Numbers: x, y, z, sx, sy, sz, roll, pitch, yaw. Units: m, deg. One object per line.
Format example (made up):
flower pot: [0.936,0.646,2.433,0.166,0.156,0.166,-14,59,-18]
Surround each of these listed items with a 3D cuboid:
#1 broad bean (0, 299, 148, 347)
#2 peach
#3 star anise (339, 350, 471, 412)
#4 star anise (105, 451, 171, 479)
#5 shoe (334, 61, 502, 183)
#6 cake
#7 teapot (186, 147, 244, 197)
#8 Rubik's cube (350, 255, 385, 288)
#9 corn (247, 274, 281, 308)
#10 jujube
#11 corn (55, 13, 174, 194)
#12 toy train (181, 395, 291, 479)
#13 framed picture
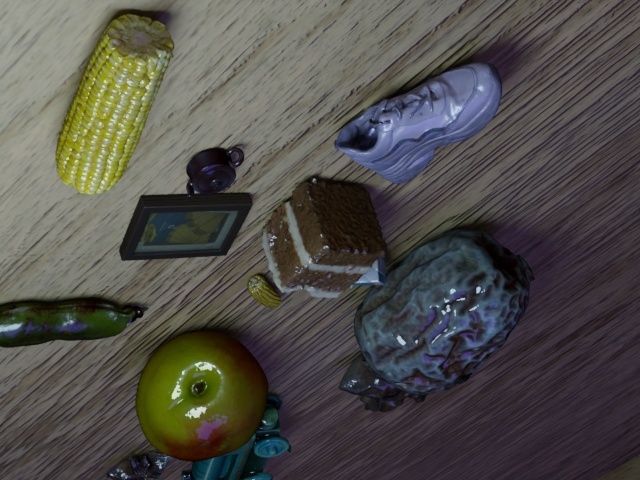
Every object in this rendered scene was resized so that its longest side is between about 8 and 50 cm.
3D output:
broad bean: [-0.409,0.123,1.744,0.339,0.061,0.077,-2,155,-30]
peach: [-0.199,0.262,1.945,0.231,0.231,0.231,-16,148,-10]
star anise: [0.189,0.236,2.253,0.315,0.108,0.315,-10,149,-6]
star anise: [-0.339,0.441,2.278,0.129,0.056,0.124,-29,148,10]
shoe: [0.133,-0.172,1.611,0.137,0.095,0.245,9,143,-45]
cake: [0.000,0.000,1.760,0.135,0.134,0.147,6,148,-38]
teapot: [-0.145,-0.091,1.602,0.100,0.045,0.068,-32,149,16]
Rubik's cube: [0.066,0.038,1.913,0.073,0.084,0.075,-6,155,14]
corn: [-0.092,0.086,1.914,0.037,0.037,0.092,-29,149,10]
jujube: [0.207,0.123,1.990,0.317,0.226,0.226,-39,145,23]
corn: [-0.249,-0.158,1.389,0.093,0.093,0.244,1,138,-33]
toy train: [-0.174,0.408,2.286,0.194,0.120,0.298,-2,144,-17]
framed picture: [-0.196,-0.019,1.700,0.168,0.023,0.128,-3,143,-29]
